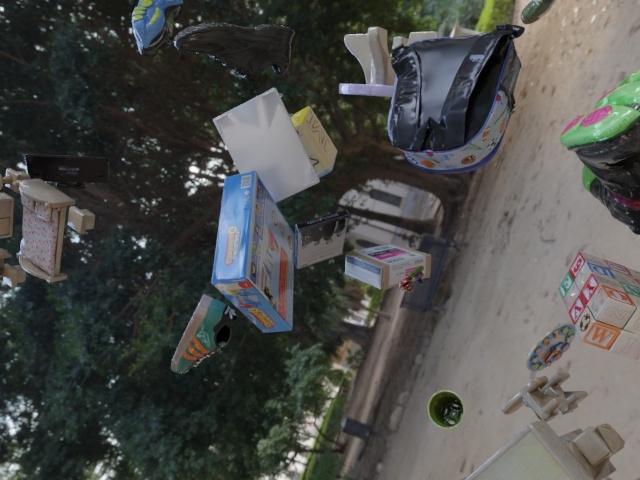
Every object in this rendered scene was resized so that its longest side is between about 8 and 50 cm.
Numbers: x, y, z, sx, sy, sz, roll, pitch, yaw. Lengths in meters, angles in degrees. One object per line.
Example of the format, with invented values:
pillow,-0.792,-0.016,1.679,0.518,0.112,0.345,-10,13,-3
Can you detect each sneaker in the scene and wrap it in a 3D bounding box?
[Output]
sneaker,-0.286,-0.380,0.833,0.188,0.067,0.078,-90,16,-45
sneaker,-0.322,0.283,1.325,0.302,0.121,0.108,-59,10,34
sneaker,0.518,-0.121,0.740,0.185,0.202,0.483,-43,-28,23
sneaker,0.642,-0.709,1.345,0.192,0.064,0.086,-39,-34,21
sneaker,-0.194,-0.442,1.124,0.109,0.287,0.130,-133,41,-56

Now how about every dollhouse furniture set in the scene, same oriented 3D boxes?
dollhouse furniture set,-0.693,0.023,1.049,0.174,0.356,0.303,-17,-53,-57
dollhouse furniture set,0.552,0.547,1.126,0.394,0.362,0.256,9,-55,-42

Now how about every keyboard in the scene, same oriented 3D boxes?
keyboard,-0.613,-0.167,1.169,0.108,0.180,0.023,112,148,-42

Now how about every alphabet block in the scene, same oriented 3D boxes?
alphabet block,-0.076,-0.318,1.669,0.197,0.192,0.193,56,-158,-24

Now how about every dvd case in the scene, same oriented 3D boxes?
dvd case,0.000,0.000,1.627,0.238,0.179,0.029,97,151,-55

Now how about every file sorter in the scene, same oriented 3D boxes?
file sorter,-0.139,-0.265,1.386,0.277,0.193,0.173,64,-169,-10

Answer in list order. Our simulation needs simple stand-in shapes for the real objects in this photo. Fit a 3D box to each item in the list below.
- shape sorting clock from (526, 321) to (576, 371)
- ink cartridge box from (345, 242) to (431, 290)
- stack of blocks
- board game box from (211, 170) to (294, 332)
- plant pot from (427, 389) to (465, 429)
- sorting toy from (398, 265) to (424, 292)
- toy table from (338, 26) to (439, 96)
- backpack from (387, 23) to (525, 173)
shape sorting clock,0.752,0.349,1.553,0.206,0.040,0.206,-20,-47,-23
ink cartridge box,0.233,0.084,1.651,0.235,0.193,0.088,-10,-72,-36
stack of blocks,0.577,0.136,0.795,0.171,0.297,0.087,-62,-10,-63
board game box,-0.156,0.038,1.226,0.302,0.086,0.308,62,-158,-54
plant pot,0.296,0.392,1.093,0.079,0.083,0.083,44,-118,-52
sorting toy,0.262,0.112,1.329,0.061,0.042,0.102,-18,-23,-44
toy table,0.183,-0.461,1.263,0.252,0.275,0.160,-43,-42,-67
backpack,0.264,-0.269,0.980,0.213,0.277,0.263,37,-112,-45
